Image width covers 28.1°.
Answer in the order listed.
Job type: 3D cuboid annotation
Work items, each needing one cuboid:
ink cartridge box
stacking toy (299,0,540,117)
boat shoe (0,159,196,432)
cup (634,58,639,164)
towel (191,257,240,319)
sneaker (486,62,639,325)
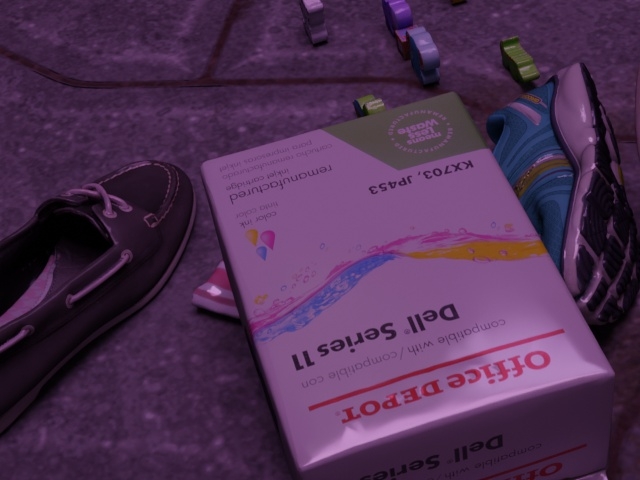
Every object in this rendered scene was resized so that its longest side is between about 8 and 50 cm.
[{"bbox_3d":[0.061,0.072,0.858,0.207,0.119,0.353,-17,48,-6],"label":"ink cartridge box"},{"bbox_3d":[0.087,-0.198,1.222,0.167,0.052,0.221,-18,43,-7],"label":"stacking toy"},{"bbox_3d":[-0.211,0.026,1.008,0.112,0.095,0.335,17,49,28],"label":"boat shoe"},{"bbox_3d":[0.419,-0.094,0.870,0.237,0.331,0.331,-2,34,-31],"label":"cup"},{"bbox_3d":[0.000,0.000,1.040,0.144,0.029,0.197,12,47,26],"label":"towel"},{"bbox_3d":[0.182,-0.028,0.999,0.110,0.107,0.275,-21,34,19],"label":"sneaker"}]
